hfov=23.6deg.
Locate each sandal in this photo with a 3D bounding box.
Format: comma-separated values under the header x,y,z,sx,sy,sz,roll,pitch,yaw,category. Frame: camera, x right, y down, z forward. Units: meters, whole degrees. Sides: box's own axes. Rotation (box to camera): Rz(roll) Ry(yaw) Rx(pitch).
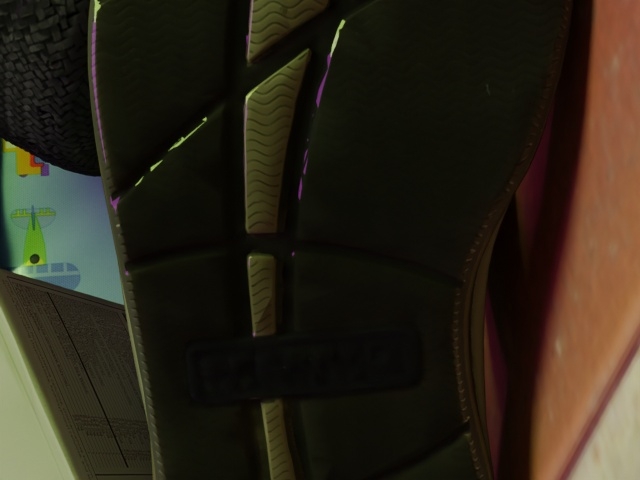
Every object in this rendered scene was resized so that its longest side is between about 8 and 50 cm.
x,y,z,sx,sy,sz,roll,pitch,yaw,category
-0.002,0.001,0.428,0.086,0.120,0.303,-89,2,-74,sandal

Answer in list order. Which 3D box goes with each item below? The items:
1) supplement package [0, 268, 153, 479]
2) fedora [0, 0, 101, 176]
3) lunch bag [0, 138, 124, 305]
x,y,z,sx,sy,sz,roll,pitch,yaw,category
-0.129,0.127,0.552,0.149,0.194,0.203,64,-170,14,supplement package
-0.086,-0.137,0.584,0.152,0.334,0.334,44,148,16,fedora
-0.188,0.024,0.789,0.138,0.293,0.221,141,128,-72,lunch bag
